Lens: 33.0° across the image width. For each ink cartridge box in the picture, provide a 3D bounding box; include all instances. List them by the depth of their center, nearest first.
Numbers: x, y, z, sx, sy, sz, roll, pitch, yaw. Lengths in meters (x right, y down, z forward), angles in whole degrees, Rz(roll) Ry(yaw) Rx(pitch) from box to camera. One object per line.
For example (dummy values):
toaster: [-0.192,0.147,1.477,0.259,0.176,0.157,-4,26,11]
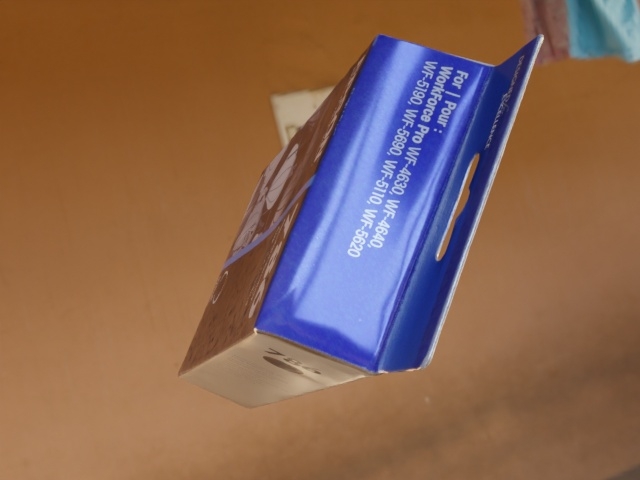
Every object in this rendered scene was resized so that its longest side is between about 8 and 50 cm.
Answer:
ink cartridge box: [0.000,0.000,0.595,0.065,0.165,0.333,25,-18,-11]
